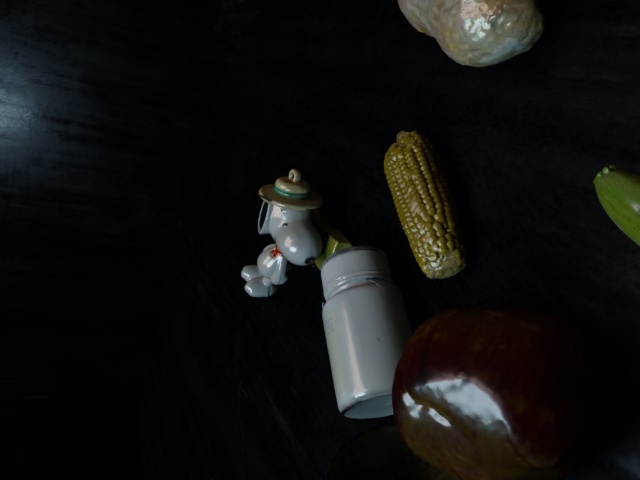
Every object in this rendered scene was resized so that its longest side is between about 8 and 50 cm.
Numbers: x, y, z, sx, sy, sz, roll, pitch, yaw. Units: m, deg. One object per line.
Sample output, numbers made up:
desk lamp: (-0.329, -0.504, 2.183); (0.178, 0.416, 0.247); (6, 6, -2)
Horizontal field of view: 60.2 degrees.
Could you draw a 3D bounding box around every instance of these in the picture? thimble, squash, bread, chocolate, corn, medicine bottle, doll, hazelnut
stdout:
thimble: (0.105, 0.374, 0.656); (0.150, 0.270, 0.271); (-69, 30, 30)
squash: (0.336, -0.015, 0.530); (0.201, 0.066, 0.066); (-113, 40, -50)
bread: (0.000, 0.000, 1.204); (0.226, 0.049, 0.088); (45, 123, 59)
chocolate: (0.203, -0.341, 0.802); (0.134, 0.134, 0.309); (-67, 31, 27)
corn: (0.160, -0.063, 0.857); (0.097, 0.097, 0.262); (-48, 45, 48)
medicine bottle: (0.077, 0.147, 0.908); (0.143, 0.143, 0.258); (-50, 42, 47)
doll: (-0.098, -0.008, 1.190); (0.271, 0.143, 0.208); (-35, 61, 51)
hazelnut: (0.201, 0.174, 0.629); (0.233, 0.218, 0.218); (-5, 78, 44)
